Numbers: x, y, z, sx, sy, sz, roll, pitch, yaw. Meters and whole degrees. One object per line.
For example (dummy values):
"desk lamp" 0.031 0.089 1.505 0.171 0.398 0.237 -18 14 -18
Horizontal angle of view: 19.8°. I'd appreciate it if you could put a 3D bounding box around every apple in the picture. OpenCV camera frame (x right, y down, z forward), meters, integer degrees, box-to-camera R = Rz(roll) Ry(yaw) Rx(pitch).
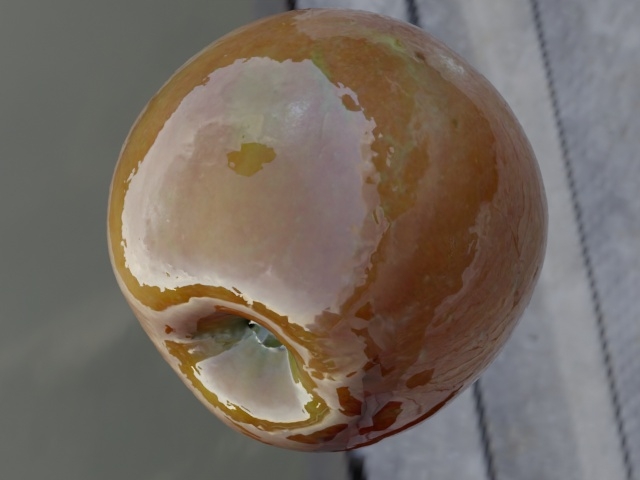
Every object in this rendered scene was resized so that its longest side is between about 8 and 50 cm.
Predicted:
"apple" 0.000 0.000 1.037 0.253 0.253 0.253 -16 67 43
